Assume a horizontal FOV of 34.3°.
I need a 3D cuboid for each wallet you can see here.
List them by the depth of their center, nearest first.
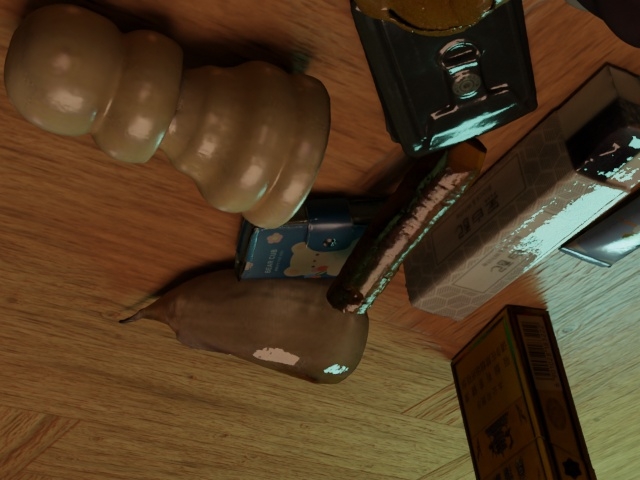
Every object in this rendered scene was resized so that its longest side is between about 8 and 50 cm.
[{"bbox_3d":[0.131,-0.186,1.063,0.169,0.052,0.245,-16,143,8],"label":"wallet"},{"bbox_3d":[0.000,-0.001,1.306,0.202,0.059,0.141,0,146,-13],"label":"wallet"}]

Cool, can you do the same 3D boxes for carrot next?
[{"bbox_3d":[0.099,-0.017,1.221,0.070,0.070,0.260,22,112,-36],"label":"carrot"}]

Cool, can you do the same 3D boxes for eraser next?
[{"bbox_3d":[0.249,-0.040,1.253,0.096,0.098,0.404,13,142,-27],"label":"eraser"}]

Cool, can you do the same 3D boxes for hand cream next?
[{"bbox_3d":[0.424,-0.031,1.353,0.088,0.055,0.256,16,147,-24],"label":"hand cream"}]

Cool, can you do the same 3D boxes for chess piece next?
[{"bbox_3d":[-0.156,-0.128,1.006,0.300,0.167,0.167,17,140,-24],"label":"chess piece"}]

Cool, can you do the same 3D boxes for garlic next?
[{"bbox_3d":[-0.091,0.120,1.411,0.339,0.151,0.196,7,158,-18],"label":"garlic"}]

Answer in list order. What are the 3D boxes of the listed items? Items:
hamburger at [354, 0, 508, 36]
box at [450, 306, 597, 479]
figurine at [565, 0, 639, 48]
[{"bbox_3d":[0.102,-0.257,0.849,0.113,0.177,0.185,-34,158,-45],"label":"hamburger"},{"bbox_3d":[0.300,0.277,1.559,0.084,0.301,0.193,5,145,-21],"label":"box"},{"bbox_3d":[0.327,-0.322,0.819,0.218,0.206,0.365,0,127,-52],"label":"figurine"}]
